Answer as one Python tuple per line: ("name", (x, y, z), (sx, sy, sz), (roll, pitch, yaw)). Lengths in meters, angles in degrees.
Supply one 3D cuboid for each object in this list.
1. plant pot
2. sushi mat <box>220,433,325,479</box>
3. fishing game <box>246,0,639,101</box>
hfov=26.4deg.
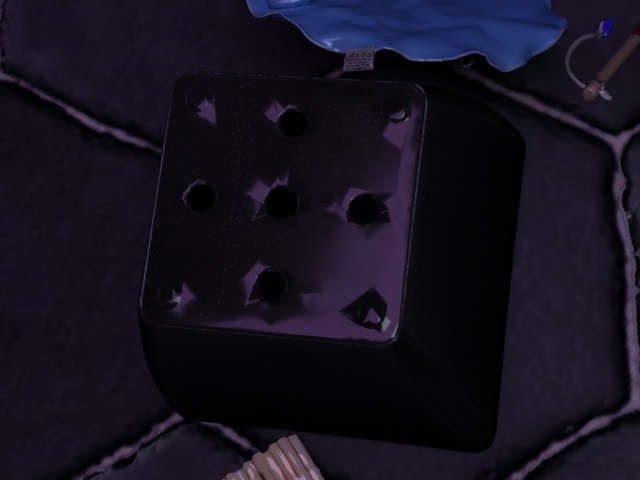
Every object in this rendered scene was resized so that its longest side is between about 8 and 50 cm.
("plant pot", (0.000, 0.000, 0.711), (0.187, 0.167, 0.188), (5, 77, 13))
("sushi mat", (0.005, 0.272, 0.722), (0.151, 0.019, 0.316), (-34, 72, 2))
("fishing game", (0.043, -0.125, 0.747), (0.264, 0.189, 0.041), (19, 120, 18))
